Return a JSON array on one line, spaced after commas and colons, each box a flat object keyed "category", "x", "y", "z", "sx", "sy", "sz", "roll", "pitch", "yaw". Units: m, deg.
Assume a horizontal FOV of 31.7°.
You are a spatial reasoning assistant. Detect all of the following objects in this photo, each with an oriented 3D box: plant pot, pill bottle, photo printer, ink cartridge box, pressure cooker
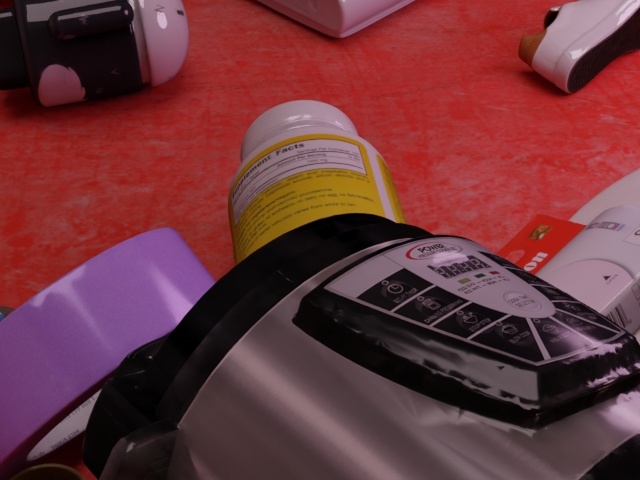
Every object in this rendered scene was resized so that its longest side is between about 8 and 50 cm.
[{"category": "plant pot", "x": -0.239, "y": 0.255, "z": 0.997, "sx": 0.083, "sy": 0.079, "sz": 0.083, "roll": -1, "pitch": 40, "yaw": 1}, {"category": "pill bottle", "x": 0.000, "y": 0.000, "z": 1.200, "sx": 0.188, "sy": 0.188, "sz": 0.334, "roll": -6, "pitch": 41, "yaw": -5}, {"category": "photo printer", "x": 0.051, "y": -0.448, "z": 1.773, "sx": 0.256, "sy": 0.107, "sz": 0.307, "roll": 32, "pitch": 51, "yaw": 32}, {"category": "ink cartridge box", "x": 0.224, "y": 0.034, "z": 1.101, "sx": 0.189, "sy": 0.066, "sz": 0.232, "roll": -41, "pitch": 34, "yaw": -17}, {"category": "pressure cooker", "x": 0.047, "y": 0.186, "z": 0.851, "sx": 0.375, "sy": 0.370, "sz": 0.420, "roll": -44, "pitch": 53, "yaw": -13}]

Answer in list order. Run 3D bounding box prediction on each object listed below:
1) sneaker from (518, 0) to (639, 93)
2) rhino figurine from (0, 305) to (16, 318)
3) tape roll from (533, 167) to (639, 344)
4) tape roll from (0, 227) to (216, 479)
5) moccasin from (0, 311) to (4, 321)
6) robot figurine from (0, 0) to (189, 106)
[{"category": "sneaker", "x": 0.398, "y": -0.322, "z": 1.616, "sx": 0.290, "sy": 0.106, "sz": 0.123, "roll": -33, "pitch": 52, "yaw": -29}, {"category": "rhino figurine", "x": -0.361, "y": 0.109, "z": 1.176, "sx": 0.243, "sy": 0.073, "sz": 0.106, "roll": 2, "pitch": 44, "yaw": 2}, {"category": "tape roll", "x": 0.391, "y": 0.032, "z": 1.075, "sx": 0.392, "sy": 0.072, "sz": 0.392, "roll": -24, "pitch": 29, "yaw": 14}, {"category": "tape roll", "x": -0.214, "y": 0.107, "z": 1.016, "sx": 0.275, "sy": 0.275, "sz": 0.090, "roll": -34, "pitch": 82, "yaw": -32}, {"category": "moccasin", "x": -0.449, "y": 0.080, "z": 1.082, "sx": 0.342, "sy": 0.137, "sz": 0.117, "roll": 10, "pitch": 37, "yaw": 28}, {"category": "robot figurine", "x": -0.320, "y": -0.281, "z": 1.544, "sx": 0.278, "sy": 0.173, "sz": 0.209, "roll": -11, "pitch": 42, "yaw": -10}]
